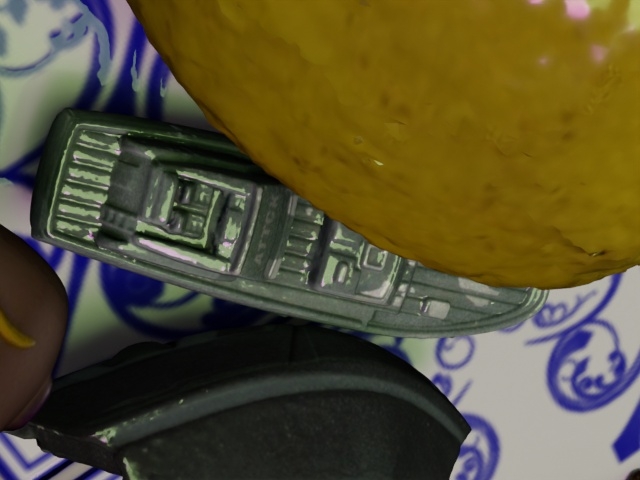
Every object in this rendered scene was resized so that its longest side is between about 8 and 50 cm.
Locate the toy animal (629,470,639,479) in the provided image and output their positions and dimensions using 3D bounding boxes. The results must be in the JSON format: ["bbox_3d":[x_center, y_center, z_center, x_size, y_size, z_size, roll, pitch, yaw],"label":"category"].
[{"bbox_3d":[0.201,0.268,0.688,0.260,0.243,0.087,-32,155,-19],"label":"toy animal"}]

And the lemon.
[{"bbox_3d":[0.063,-0.128,0.442,0.322,0.268,0.268,41,91,-17],"label":"lemon"}]

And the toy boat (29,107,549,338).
[{"bbox_3d":[0.000,0.000,0.561,0.260,0.085,0.078,14,95,-27],"label":"toy boat"}]

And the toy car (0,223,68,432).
[{"bbox_3d":[-0.218,-0.031,0.387,0.340,0.271,0.240,44,68,-35],"label":"toy car"}]

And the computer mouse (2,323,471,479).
[{"bbox_3d":[-0.035,0.072,0.565,0.231,0.126,0.071,6,90,-25],"label":"computer mouse"}]
